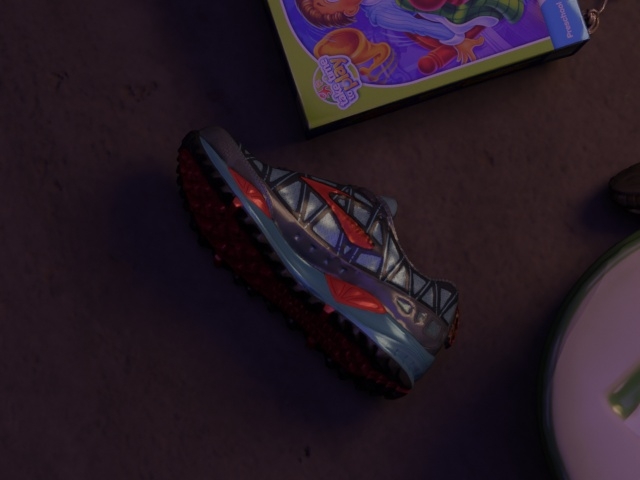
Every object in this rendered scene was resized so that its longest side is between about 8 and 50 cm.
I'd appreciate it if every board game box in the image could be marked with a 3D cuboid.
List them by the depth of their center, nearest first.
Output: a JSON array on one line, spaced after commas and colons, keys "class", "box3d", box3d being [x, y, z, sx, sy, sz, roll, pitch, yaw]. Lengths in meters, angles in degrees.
[{"class": "board game box", "box3d": [0.045, -0.281, 1.433, 0.233, 0.078, 0.347, -19, 88, -3]}]

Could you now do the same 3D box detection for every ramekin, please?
[{"class": "ramekin", "box3d": [0.302, 0.119, 1.321, 0.303, 0.148, 0.303, -1, 86, 13]}]

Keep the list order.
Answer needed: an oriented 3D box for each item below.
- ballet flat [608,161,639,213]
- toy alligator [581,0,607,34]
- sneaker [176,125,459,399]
[{"class": "ballet flat", "box3d": [0.354, -0.043, 1.448, 0.249, 0.084, 0.058, -8, 114, -9]}, {"class": "toy alligator", "box3d": [0.270, -0.243, 1.487, 0.056, 0.051, 0.190, 39, 78, 5]}, {"class": "sneaker", "box3d": [0.000, 0.000, 1.408, 0.262, 0.104, 0.125, 46, 61, 1]}]
